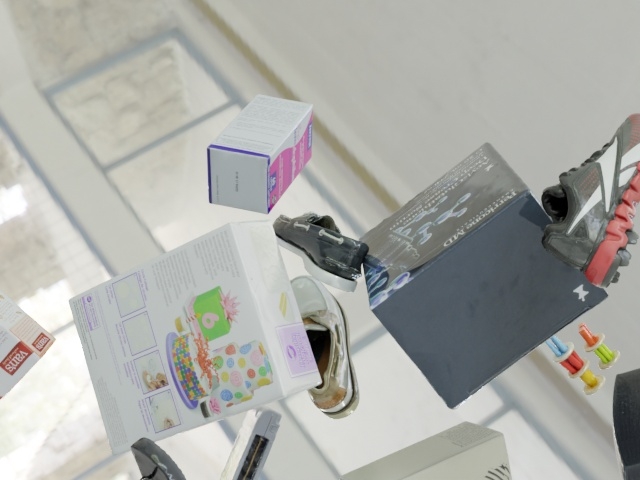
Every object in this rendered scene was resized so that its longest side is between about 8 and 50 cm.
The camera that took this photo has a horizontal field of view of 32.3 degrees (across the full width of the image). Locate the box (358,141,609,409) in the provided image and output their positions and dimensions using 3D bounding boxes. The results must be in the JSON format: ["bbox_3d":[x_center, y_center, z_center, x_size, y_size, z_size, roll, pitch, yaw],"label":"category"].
[{"bbox_3d":[0.242,0.040,1.779,0.212,0.293,0.395,51,9,-13],"label":"box"}]

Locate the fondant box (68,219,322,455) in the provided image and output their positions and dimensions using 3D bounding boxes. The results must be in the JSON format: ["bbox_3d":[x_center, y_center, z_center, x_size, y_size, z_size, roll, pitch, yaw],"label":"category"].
[{"bbox_3d":[-0.182,0.138,1.535,0.330,0.096,0.238,-24,-100,33],"label":"fondant box"}]

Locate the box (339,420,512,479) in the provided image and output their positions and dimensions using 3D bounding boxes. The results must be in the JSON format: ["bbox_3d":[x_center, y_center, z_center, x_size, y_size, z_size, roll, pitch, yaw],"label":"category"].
[{"bbox_3d":[0.177,0.396,1.835,0.113,0.275,0.094,7,-68,61],"label":"box"}]

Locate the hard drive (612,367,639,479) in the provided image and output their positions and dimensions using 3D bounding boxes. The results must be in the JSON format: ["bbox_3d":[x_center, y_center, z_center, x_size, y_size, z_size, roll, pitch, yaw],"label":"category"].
[{"bbox_3d":[0.533,0.276,1.713,0.054,0.172,0.255,60,24,-22],"label":"hard drive"}]

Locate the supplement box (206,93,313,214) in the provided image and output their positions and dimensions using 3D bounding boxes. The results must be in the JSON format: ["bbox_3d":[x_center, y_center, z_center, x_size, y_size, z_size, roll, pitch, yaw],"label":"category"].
[{"bbox_3d":[-0.100,-0.152,1.897,0.113,0.220,0.111,11,-55,15],"label":"supplement box"}]

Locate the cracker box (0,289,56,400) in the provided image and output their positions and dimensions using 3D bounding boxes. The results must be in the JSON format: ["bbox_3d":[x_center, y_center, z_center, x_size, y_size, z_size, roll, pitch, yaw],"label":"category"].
[{"bbox_3d":[-0.544,0.134,1.691,0.232,0.155,0.067,42,26,-8],"label":"cracker box"}]

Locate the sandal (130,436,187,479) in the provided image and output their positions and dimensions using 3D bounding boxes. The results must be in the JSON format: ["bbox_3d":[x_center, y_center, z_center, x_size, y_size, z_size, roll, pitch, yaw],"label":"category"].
[{"bbox_3d":[-0.176,0.358,1.306,0.097,0.054,0.255,-12,-84,58],"label":"sandal"}]

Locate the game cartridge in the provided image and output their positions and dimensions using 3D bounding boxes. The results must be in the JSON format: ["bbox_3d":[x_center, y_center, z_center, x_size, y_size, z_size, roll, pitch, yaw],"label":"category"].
[{"bbox_3d":[-0.165,0.482,2.288,0.060,0.294,0.196,23,-8,-4],"label":"game cartridge"}]

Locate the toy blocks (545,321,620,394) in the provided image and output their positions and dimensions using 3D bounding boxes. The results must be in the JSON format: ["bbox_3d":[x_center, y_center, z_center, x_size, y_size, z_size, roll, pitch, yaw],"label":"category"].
[{"bbox_3d":[0.522,0.218,2.225,0.148,0.123,0.054,46,-29,-13],"label":"toy blocks"}]

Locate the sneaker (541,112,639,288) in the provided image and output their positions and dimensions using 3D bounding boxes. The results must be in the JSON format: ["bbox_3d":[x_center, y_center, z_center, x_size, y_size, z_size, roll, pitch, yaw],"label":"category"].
[{"bbox_3d":[0.374,-0.074,1.479,0.135,0.276,0.098,22,-26,10],"label":"sneaker"}]

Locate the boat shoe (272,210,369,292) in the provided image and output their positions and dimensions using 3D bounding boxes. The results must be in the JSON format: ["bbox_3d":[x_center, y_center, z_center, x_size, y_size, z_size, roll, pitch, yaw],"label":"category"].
[{"bbox_3d":[0.000,0.000,1.912,0.114,0.091,0.302,20,8,-32],"label":"boat shoe"}]

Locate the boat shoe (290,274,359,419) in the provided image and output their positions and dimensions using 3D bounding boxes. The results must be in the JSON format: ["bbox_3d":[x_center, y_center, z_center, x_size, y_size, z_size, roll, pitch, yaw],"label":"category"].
[{"bbox_3d":[-0.007,0.174,2.016,0.103,0.113,0.302,51,14,-50],"label":"boat shoe"}]
